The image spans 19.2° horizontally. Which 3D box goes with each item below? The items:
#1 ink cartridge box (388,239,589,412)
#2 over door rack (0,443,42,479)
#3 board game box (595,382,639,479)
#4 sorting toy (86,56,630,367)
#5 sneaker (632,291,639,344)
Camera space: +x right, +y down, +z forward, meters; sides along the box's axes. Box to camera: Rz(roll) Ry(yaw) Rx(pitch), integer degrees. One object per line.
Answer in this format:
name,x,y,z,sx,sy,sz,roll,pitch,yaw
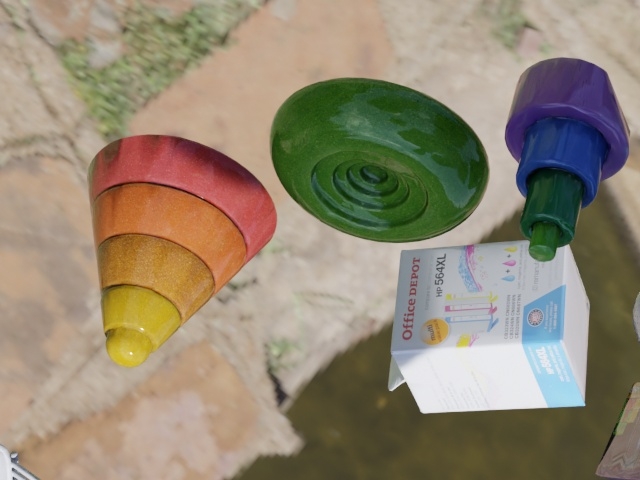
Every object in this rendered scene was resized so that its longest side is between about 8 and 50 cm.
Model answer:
ink cartridge box,0.116,0.063,1.370,0.090,0.143,0.092,63,28,-51
over door rack,-0.172,0.325,1.409,0.108,0.239,0.324,-37,139,-31
board game box,0.197,0.102,0.736,0.141,0.170,0.048,23,83,-2
sorting toy,0.000,0.000,1.048,0.127,0.365,0.126,48,45,-36
sneaker,0.192,0.151,0.909,0.169,0.292,0.108,-22,156,-15
